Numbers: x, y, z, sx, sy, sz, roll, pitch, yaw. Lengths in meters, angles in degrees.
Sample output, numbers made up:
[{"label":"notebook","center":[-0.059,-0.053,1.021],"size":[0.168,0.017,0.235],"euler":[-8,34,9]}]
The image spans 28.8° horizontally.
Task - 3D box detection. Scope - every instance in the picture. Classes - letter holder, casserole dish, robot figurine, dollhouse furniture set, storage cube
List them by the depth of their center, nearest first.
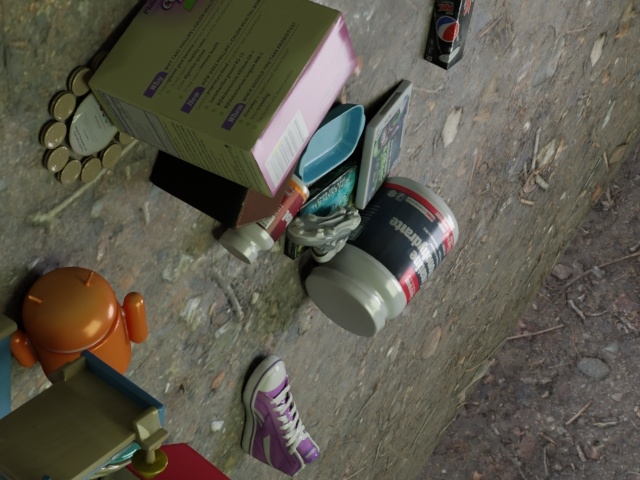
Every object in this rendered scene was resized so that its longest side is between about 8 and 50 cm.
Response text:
[{"label":"dollhouse furniture set","center":[-0.379,0.277,1.507],"size":[0.286,0.303,0.198],"euler":[-37,147,-43]},{"label":"robot figurine","center":[-0.321,0.120,1.663],"size":[0.219,0.158,0.128],"euler":[85,24,-53]},{"label":"letter holder","center":[-0.079,-0.194,1.765],"size":[0.214,0.152,0.302],"euler":[-18,133,-60]},{"label":"storage cube","center":[-0.264,0.471,2.094],"size":[0.193,0.215,0.183],"euler":[4,114,-58]},{"label":"casserole dish","center":[0.009,-0.169,2.115],"size":[0.188,0.037,0.114],"euler":[-38,148,-43]}]

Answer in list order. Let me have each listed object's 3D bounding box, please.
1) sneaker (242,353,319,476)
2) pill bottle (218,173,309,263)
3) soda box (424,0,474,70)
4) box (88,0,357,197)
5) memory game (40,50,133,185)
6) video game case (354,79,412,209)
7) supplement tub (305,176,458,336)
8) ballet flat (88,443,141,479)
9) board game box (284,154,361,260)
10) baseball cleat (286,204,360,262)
[{"label":"sneaker","center":[-0.062,0.346,2.415],"size":[0.102,0.161,0.282],"euler":[-41,149,-35]},{"label":"pill bottle","center":[-0.093,-0.041,1.994],"size":[0.152,0.086,0.086],"euler":[-54,156,-13]},{"label":"soda box","center":[0.239,-0.401,2.290],"size":[0.060,0.053,0.169],"euler":[-39,148,-41]},{"label":"box","center":[-0.117,-0.204,1.533],"size":[0.213,0.243,0.117],"euler":[-59,157,-18]},{"label":"memory game","center":[-0.283,-0.153,1.571],"size":[0.186,0.012,0.186],"euler":[-46,153,-31]},{"label":"video game case","center":[0.117,-0.177,2.305],"size":[0.173,0.022,0.190],"euler":[-52,158,-44]},{"label":"supplement tub","center":[0.118,0.029,2.370],"size":[0.272,0.191,0.191],"euler":[-50,155,-23]},{"label":"ballet flat","center":[-0.369,0.334,1.898],"size":[0.248,0.086,0.086],"euler":[-4,121,-61]},{"label":"board game box","center":[0.005,-0.059,2.247],"size":[0.186,0.026,0.126],"euler":[-40,149,-39]},{"label":"baseball cleat","center":[0.000,0.000,2.183],"size":[0.206,0.072,0.109],"euler":[-16,138,-53]}]
